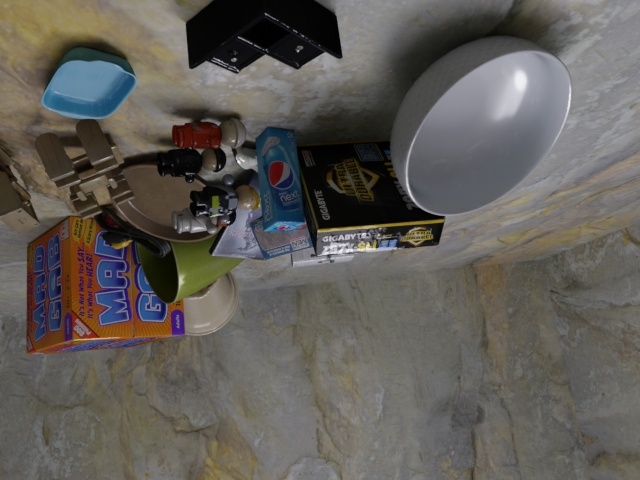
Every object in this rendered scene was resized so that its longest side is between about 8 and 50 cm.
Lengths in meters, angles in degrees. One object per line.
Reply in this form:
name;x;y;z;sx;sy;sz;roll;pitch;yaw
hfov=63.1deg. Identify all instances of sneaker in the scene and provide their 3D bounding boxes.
sneaker;-0.135;-0.192;1.182;0.075;0.057;0.161;-30;159;18

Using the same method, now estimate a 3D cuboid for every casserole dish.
casserole dish;-0.366;-0.248;0.823;0.114;0.037;0.188;4;162;-41

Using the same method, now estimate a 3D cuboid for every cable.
cable;-0.518;-0.030;1.434;0.287;0.140;0.072;4;-152;31

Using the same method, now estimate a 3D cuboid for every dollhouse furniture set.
dollhouse furniture set;-0.523;-0.146;1.033;0.242;0.161;0.212;-26;168;-15

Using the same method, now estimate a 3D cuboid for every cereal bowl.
cereal bowl;0.269;-0.214;0.946;0.338;0.141;0.339;-16;137;-16

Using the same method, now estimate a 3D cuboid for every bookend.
bookend;-0.080;-0.284;0.741;0.157;0.072;0.156;-17;165;37

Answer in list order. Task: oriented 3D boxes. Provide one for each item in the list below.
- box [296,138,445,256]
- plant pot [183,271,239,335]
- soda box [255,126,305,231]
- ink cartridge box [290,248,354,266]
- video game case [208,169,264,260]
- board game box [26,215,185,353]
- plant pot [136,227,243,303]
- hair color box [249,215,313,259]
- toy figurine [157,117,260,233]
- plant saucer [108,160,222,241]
box;0.087;-0.104;1.117;0.257;0.322;0.079;-3;130;-10
plant pot;-0.495;0.174;2.050;0.333;0.334;0.305;-5;156;-8
soda box;-0.087;-0.128;1.107;0.067;0.210;0.071;1;164;-30
ink cartridge box;0.000;0.000;1.831;0.219;0.160;0.092;-7;167;-7
video game case;-0.159;-0.064;1.396;0.196;0.026;0.274;7;121;-46
board game box;-0.693;0.157;1.678;0.356;0.356;0.356;-19;163;40
plant pot;-0.354;0.016;1.564;0.293;0.275;0.274;-17;175;-37
hair color box;0.003;-0.074;1.320;0.173;0.105;0.347;-16;-169;38
toy figurine;-0.222;-0.125;1.055;0.148;0.210;0.213;-12;169;-33
plant saucer;-0.364;-0.094;1.255;0.277;0.041;0.278;5;143;4
